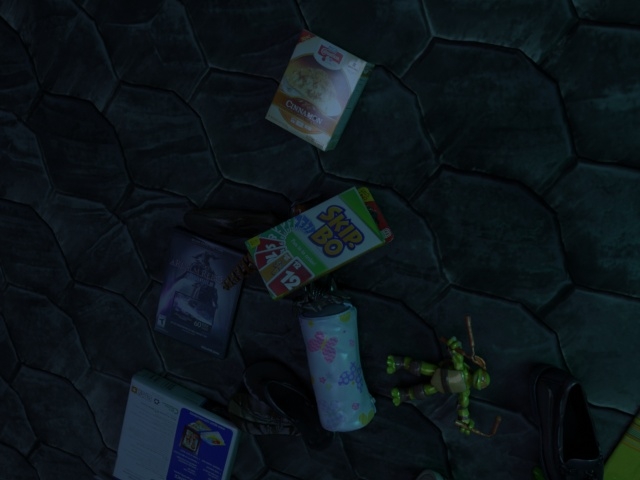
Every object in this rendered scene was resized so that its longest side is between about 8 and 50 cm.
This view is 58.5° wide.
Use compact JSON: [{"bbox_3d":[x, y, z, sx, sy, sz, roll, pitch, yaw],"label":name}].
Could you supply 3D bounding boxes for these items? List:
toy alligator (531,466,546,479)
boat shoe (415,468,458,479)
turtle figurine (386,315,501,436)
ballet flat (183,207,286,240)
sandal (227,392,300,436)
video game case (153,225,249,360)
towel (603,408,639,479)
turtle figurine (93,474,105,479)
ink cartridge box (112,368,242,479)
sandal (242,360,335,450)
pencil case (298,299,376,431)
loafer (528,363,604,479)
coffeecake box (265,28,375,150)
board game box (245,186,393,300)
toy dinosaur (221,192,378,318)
[{"bbox_3d":[0.486,0.521,1.159,0.189,0.056,0.051,42,152,-8],"label":"toy alligator"},{"bbox_3d":[0.206,0.637,1.248,0.096,0.117,0.325,21,110,-17],"label":"boat shoe"},{"bbox_3d":[0.248,0.267,1.156,0.217,0.087,0.270,-6,110,28],"label":"turtle figurine"},{"bbox_3d":[-0.185,-0.041,1.249,0.249,0.058,0.084,4,143,23],"label":"ballet flat"},{"bbox_3d":[-0.107,0.406,1.326,0.219,0.060,0.090,4,78,2],"label":"sandal"},{"bbox_3d":[-0.280,0.124,1.335,0.195,0.026,0.275,20,109,13],"label":"video game case"},{"bbox_3d":[0.616,0.436,1.110,0.102,0.021,0.237,27,111,17],"label":"towel"},{"bbox_3d":[-0.493,0.775,1.472,0.266,0.198,0.275,-10,103,17],"label":"turtle figurine"},{"bbox_3d":[-0.360,0.518,1.436,0.303,0.072,0.308,21,111,12],"label":"ink cartridge box"},{"bbox_3d":[-0.066,0.360,1.277,0.254,0.054,0.097,39,78,9],"label":"sandal"},{"bbox_3d":[0.037,0.265,1.213,0.124,0.113,0.273,-10,100,10],"label":"pencil case"},{"bbox_3d":[0.478,0.387,1.083,0.109,0.095,0.303,-19,95,-19],"label":"loafer"},{"bbox_3d":[-0.002,-0.291,1.116,0.142,0.068,0.186,31,110,11],"label":"coffeecake box"},{"bbox_3d":[0.000,0.000,1.079,0.259,0.039,0.124,-27,77,-6],"label":"board game box"},{"bbox_3d":[-0.034,0.029,1.158,0.321,0.164,0.219,-22,92,19],"label":"toy dinosaur"}]
